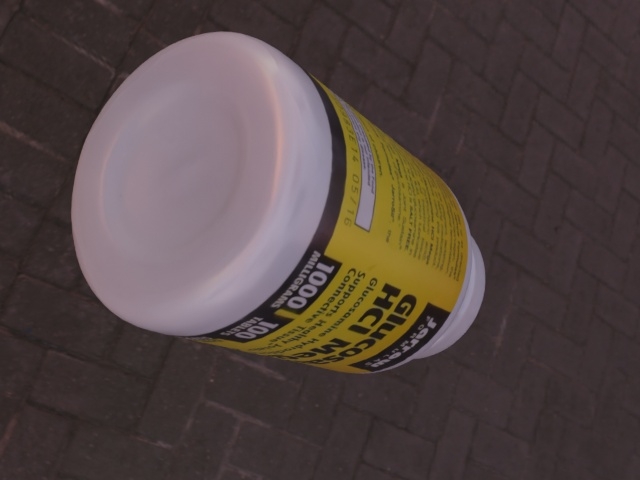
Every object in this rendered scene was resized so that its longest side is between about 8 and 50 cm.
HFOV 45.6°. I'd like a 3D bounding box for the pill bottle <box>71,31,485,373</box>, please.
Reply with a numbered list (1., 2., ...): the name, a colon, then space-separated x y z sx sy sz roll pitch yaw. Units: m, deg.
1. pill bottle: 0.000 0.000 0.576 0.334 0.188 0.188 25 71 -54
